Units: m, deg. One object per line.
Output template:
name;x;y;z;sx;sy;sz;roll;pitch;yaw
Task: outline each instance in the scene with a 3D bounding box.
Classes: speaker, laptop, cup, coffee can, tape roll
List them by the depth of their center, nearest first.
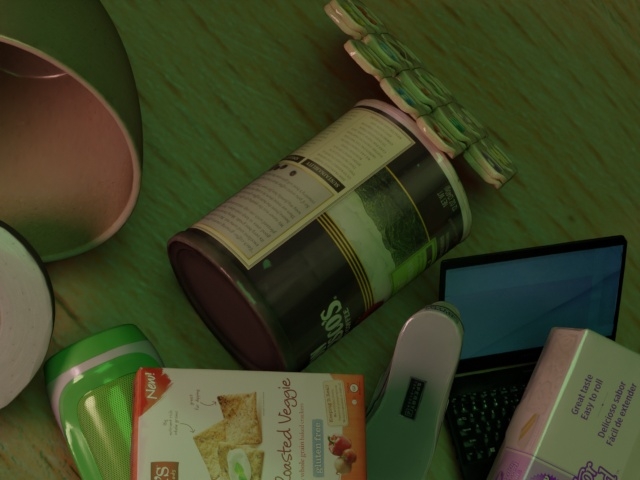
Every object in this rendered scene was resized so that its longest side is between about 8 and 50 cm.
tape roll;-0.382;0.076;1.350;0.219;0.072;0.219;-1;93;-10
speaker;-0.183;0.242;1.388;0.131;0.131;0.296;-23;80;-18
cup;-0.336;-0.170;1.402;0.331;0.331;0.237;13;48;-9
coffee can;0.000;0.000;1.458;0.275;0.201;0.201;-38;85;-20
laptop;0.263;0.153;1.503;0.234;0.136;0.264;-8;65;-14

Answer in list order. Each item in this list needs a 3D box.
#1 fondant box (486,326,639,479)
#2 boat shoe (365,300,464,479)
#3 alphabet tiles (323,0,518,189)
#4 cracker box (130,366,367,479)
fondant box;0.365;0.271;1.471;0.330;0.096;0.238;26;82;-11
boat shoe;0.100;0.188;1.460;0.095;0.084;0.258;27;106;9
alphabet tiles;0.120;-0.172;1.519;0.021;0.278;0.284;-44;85;17
cracker box;-0.072;0.211;1.323;0.232;0.067;0.155;3;71;-13
